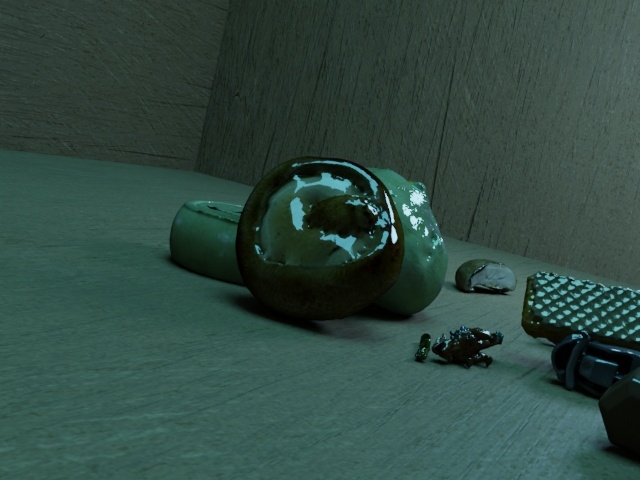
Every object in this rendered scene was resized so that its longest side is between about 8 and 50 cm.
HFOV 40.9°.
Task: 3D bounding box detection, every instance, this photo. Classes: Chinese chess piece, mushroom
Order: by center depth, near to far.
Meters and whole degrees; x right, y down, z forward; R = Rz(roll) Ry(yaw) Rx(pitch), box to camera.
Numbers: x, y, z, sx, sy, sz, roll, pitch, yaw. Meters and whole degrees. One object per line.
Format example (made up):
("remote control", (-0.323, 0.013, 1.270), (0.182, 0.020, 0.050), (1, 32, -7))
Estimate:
("mushroom", (0.000, 0.000, 1.194), (0.253, 0.253, 0.153), (15, -29, 20))
("Chinese chess piece", (-0.126, 0.006, 1.432), (0.250, 0.101, 0.250), (13, 7, -2))
("mushroom", (0.359, 0.078, 1.909), (0.094, 0.072, 0.209), (7, 0, 45))

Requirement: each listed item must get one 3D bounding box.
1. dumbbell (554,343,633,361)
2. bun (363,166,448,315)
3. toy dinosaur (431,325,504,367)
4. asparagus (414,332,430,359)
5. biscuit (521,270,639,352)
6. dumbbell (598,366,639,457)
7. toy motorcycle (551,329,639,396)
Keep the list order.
("dumbbell", (0.421, 0.141, 1.366), (0.110, 0.110, 0.254), (11, 1, -15))
("bun", (0.107, -0.020, 1.393), (0.283, 0.179, 0.283), (41, 15, -14))
("toy dinosaur", (0.201, 0.139, 1.142), (0.055, 0.049, 0.154), (14, 11, 43))
("asparagus", (0.137, 0.141, 1.139), (0.018, 0.015, 0.127), (5, 4, 9))
("biscuit", (0.476, 0.127, 1.217), (0.378, 0.094, 0.054), (12, -30, 6))
("dumbbell", (0.381, 0.155, 0.943), (0.082, 0.092, 0.231), (50, 37, 12))
("toy motorcycle", (0.382, 0.170, 1.100), (0.122, 0.080, 0.215), (11, 9, -24))
